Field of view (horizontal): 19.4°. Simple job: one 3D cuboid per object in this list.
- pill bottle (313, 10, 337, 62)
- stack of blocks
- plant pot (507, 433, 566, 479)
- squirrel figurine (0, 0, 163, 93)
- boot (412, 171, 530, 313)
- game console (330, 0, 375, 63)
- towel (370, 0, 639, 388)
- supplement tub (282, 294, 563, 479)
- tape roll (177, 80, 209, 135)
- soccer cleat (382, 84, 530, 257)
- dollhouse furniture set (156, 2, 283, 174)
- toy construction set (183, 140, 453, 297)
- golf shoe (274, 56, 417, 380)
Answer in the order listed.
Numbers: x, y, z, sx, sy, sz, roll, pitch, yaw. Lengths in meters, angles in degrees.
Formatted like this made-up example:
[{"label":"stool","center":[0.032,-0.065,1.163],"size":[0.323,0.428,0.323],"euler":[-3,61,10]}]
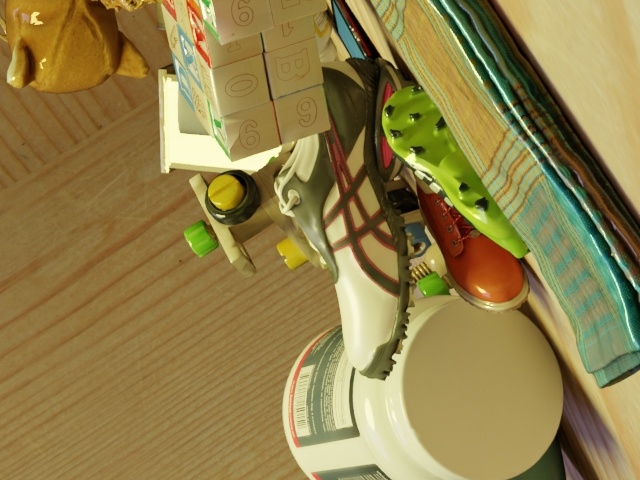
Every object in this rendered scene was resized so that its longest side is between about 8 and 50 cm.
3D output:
[{"label":"pill bottle","center":[-0.027,-0.217,1.816],"size":[0.116,0.065,0.065],"euler":[60,177,-39]},{"label":"stack of blocks","center":[-0.067,-0.212,1.396],"size":[0.171,0.087,0.297],"euler":[-125,21,-52]},{"label":"plant pot","center":[0.134,0.245,2.071],"size":[0.293,0.293,0.235],"euler":[56,163,39]},{"label":"squirrel figurine","center":[-0.298,-0.363,2.240],"size":[0.397,0.281,0.370],"euler":[3,96,55]},{"label":"boot","center":[0.120,-0.010,1.564],"size":[0.158,0.059,0.084],"euler":[58,173,36]},{"label":"game console","center":[0.015,-0.143,1.715],"size":[0.085,0.124,0.144],"euler":[31,174,8]},{"label":"towel","center":[0.105,-0.076,1.173],"size":[0.370,0.040,0.271],"euler":[58,177,9]},{"label":"supplement tub","center":[0.094,0.156,1.796],"size":[0.191,0.191,0.272],"euler":[58,155,-4]},{"label":"tape roll","center":[-0.108,-0.220,2.001],"size":[0.219,0.072,0.219],"euler":[-175,90,-88]},{"label":"soccer cleat","center":[0.101,-0.050,1.380],"size":[0.179,0.060,0.072],"euler":[52,176,44]},{"label":"dollhouse furniture set","center":[-0.064,-0.228,2.471],"size":[0.303,0.198,0.286],"euler":[-40,-47,-65]},{"label":"toy construction set","center":[0.000,0.000,1.987],"size":[0.309,0.237,0.257],"euler":[57,178,8]},{"label":"golf shoe","center":[0.018,-0.017,1.576],"size":[0.105,0.120,0.273],"euler":[-153,61,-79]}]
